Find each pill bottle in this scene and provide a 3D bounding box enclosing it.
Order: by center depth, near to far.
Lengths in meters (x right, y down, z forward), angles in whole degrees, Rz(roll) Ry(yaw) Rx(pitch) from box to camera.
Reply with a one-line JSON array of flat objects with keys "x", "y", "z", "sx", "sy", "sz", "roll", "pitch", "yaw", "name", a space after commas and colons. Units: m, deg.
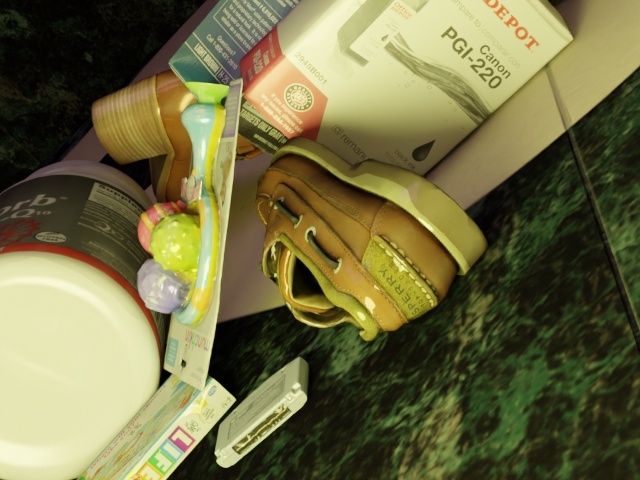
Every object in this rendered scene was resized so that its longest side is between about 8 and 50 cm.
[{"x": -0.245, "y": 0.056, "z": 1.354, "sx": 0.210, "sy": 0.210, "sz": 0.363, "roll": -43, "pitch": 15, "yaw": 11, "name": "pill bottle"}]

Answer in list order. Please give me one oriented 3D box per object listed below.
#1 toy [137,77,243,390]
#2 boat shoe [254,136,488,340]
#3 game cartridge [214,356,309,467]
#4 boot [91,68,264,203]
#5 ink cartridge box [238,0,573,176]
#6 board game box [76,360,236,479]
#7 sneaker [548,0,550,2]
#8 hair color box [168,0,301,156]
[{"x": -0.112, "y": -0.011, "z": 1.139, "sx": 0.137, "sy": 0.056, "sz": 0.237, "roll": -171, "pitch": 92, "yaw": -72, "name": "toy"}, {"x": 0.000, "y": 0.000, "z": 1.032, "sx": 0.104, "sy": 0.111, "sz": 0.307, "roll": -48, "pitch": 15, "yaw": -10, "name": "boat shoe"}, {"x": -0.040, "y": 0.119, "z": 1.017, "sx": 0.083, "sy": 0.017, "sz": 0.056, "roll": -41, "pitch": 20, "yaw": 17, "name": "game cartridge"}, {"x": -0.091, "y": -0.118, "z": 1.550, "sx": 0.220, "sy": 0.283, "sz": 0.109, "roll": -15, "pitch": 65, "yaw": 12, "name": "boot"}, {"x": 0.065, "y": -0.151, "z": 1.147, "sx": 0.218, "sy": 0.158, "sz": 0.092, "roll": -43, "pitch": 20, "yaw": 13, "name": "ink cartridge box"}, {"x": -0.137, "y": 0.165, "z": 1.137, "sx": 0.154, "sy": 0.026, "sz": 0.103, "roll": -48, "pitch": 16, "yaw": -7, "name": "board game box"}, {"x": 0.208, "y": -0.274, "z": 1.187, "sx": 0.089, "sy": 0.051, "sz": 0.170, "roll": -53, "pitch": -14, "yaw": -39, "name": "sneaker"}, {"x": 0.050, "y": -0.226, "z": 1.264, "sx": 0.347, "sy": 0.174, "sz": 0.105, "roll": -49, "pitch": 50, "yaw": 11, "name": "hair color box"}]
